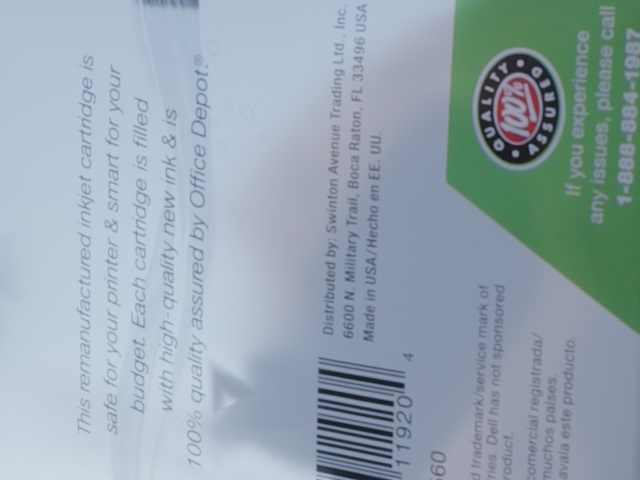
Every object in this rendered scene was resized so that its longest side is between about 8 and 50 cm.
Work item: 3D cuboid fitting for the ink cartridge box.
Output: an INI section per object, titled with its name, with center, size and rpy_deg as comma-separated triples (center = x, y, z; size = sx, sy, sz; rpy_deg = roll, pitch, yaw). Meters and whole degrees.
[ink cartridge box]
center = 0.000, 0.000, 0.475
size = 0.092, 0.219, 0.160
rpy_deg = -12, -73, -56
